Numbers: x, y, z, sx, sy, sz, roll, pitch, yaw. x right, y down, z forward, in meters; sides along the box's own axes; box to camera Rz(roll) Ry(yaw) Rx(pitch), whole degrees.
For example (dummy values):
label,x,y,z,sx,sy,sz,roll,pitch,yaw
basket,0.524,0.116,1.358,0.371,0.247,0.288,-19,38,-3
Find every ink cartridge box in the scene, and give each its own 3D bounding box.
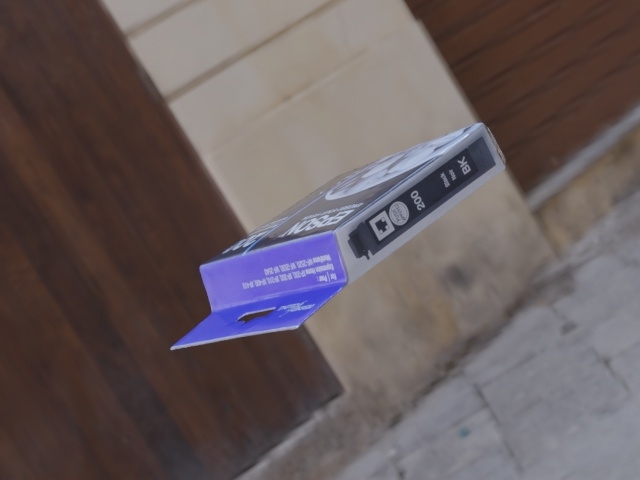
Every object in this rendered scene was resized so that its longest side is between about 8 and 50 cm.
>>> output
label,x,y,z,sx,sy,sz,roll,pitch,yaw
ink cartridge box,0.000,0.000,1.048,0.208,0.045,0.206,-37,11,-29
